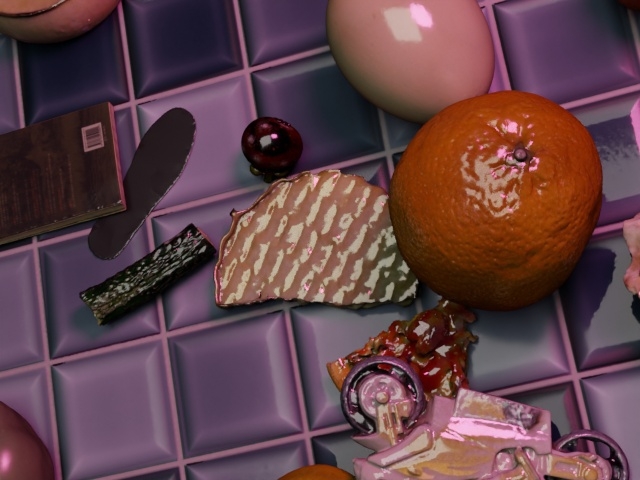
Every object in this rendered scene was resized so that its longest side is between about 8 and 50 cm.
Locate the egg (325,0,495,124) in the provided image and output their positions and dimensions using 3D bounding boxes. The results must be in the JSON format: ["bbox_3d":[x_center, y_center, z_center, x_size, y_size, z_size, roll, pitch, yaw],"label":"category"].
[{"bbox_3d":[0.111,-0.247,1.653,0.186,0.186,0.241,-39,78,3],"label":"egg"}]

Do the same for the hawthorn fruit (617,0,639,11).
[{"bbox_3d":[0.396,-0.379,1.573,0.199,0.251,0.199,-10,69,28],"label":"hawthorn fruit"}]

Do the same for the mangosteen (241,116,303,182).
[{"bbox_3d":[-0.064,-0.120,1.726,0.081,0.081,0.081,-4,74,15],"label":"mangosteen"}]

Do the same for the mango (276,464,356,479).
[{"bbox_3d":[-0.026,0.338,1.578,0.195,0.098,0.137,-15,74,19],"label":"mango"}]

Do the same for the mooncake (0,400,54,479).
[{"bbox_3d":[-0.469,0.319,1.694,0.275,0.135,0.275,-6,69,15],"label":"mooncake"}]

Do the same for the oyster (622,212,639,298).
[{"bbox_3d":[0.516,-0.020,1.506,0.351,0.115,0.237,-5,74,15],"label":"oyster"}]

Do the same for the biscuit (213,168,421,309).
[{"bbox_3d":[0.000,0.000,1.696,0.274,0.036,0.187,1,75,17],"label":"biscuit"}]

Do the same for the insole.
[{"bbox_3d":[-0.236,-0.075,1.804,0.080,0.003,0.232,29,85,22],"label":"insole"}]

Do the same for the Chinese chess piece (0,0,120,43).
[{"bbox_3d":[-0.387,-0.403,1.888,0.257,0.104,0.257,-4,74,15],"label":"Chinese chess piece"}]

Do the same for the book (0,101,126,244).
[{"bbox_3d":[-0.380,-0.088,1.838,0.228,0.024,0.160,-16,69,13],"label":"book"}]

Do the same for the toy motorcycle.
[{"bbox_3d":[0.169,0.274,1.515,0.341,0.108,0.222,17,84,5],"label":"toy motorcycle"}]

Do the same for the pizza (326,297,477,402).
[{"bbox_3d":[0.113,0.141,1.612,0.201,0.053,0.193,20,81,20],"label":"pizza"}]

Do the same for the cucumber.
[{"bbox_3d":[-0.220,0.046,1.738,0.187,0.058,0.058,-32,68,7],"label":"cucumber"}]

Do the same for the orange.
[{"bbox_3d":[0.202,-0.048,1.532,0.264,0.264,0.264,-4,74,15],"label":"orange"}]
